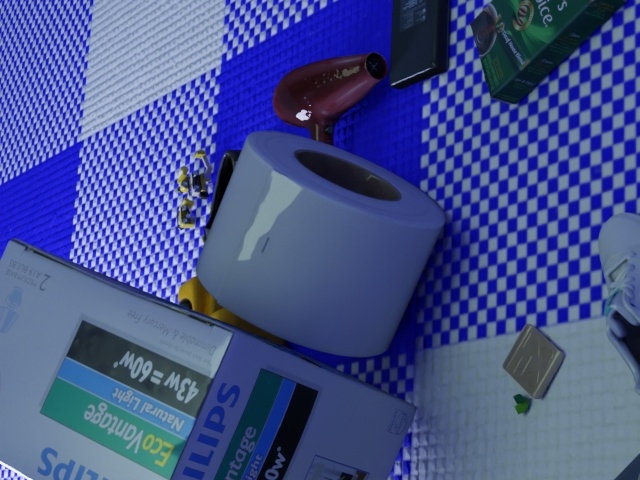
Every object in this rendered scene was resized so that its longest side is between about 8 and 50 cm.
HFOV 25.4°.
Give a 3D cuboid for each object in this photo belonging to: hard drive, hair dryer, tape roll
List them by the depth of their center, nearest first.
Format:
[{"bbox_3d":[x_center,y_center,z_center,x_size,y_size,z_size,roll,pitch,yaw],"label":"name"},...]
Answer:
[{"bbox_3d":[0.000,0.000,1.612,0.246,0.246,0.169,45,117,53],"label":"tape roll"},{"bbox_3d":[0.119,-0.258,1.717,0.094,0.022,0.135,-16,66,54],"label":"hard drive"},{"bbox_3d":[0.009,-0.124,1.816,0.223,0.080,0.293,48,129,33],"label":"hair dryer"}]

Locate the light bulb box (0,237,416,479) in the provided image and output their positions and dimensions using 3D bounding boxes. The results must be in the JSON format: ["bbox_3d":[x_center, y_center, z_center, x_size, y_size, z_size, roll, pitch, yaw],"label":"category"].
[{"bbox_3d":[-0.156,0.190,1.564,0.358,0.361,0.225,19,84,37],"label":"light bulb box"}]

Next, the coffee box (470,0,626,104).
[{"bbox_3d":[0.238,-0.244,1.513,0.184,0.040,0.113,-43,46,42],"label":"coffee box"}]

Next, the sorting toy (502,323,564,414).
[{"bbox_3d":[0.213,0.135,1.454,0.062,0.012,0.083,44,113,48],"label":"sorting toy"}]

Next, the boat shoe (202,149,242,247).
[{"bbox_3d":[-0.130,-0.015,1.977,0.081,0.069,0.227,21,97,58],"label":"boat shoe"}]

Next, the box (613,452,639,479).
[{"bbox_3d":[0.353,0.213,1.171,0.232,0.059,0.183,-56,39,32],"label":"box"}]

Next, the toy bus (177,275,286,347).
[{"bbox_3d":[-0.112,0.202,1.841,0.130,0.108,0.332,-32,54,48],"label":"toy bus"}]

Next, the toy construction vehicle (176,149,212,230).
[{"bbox_3d":[-0.188,-0.075,2.126,0.086,0.035,0.098,126,144,-50],"label":"toy construction vehicle"}]

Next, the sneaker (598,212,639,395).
[{"bbox_3d":[0.288,0.056,1.290,0.080,0.094,0.212,-50,41,38],"label":"sneaker"}]
